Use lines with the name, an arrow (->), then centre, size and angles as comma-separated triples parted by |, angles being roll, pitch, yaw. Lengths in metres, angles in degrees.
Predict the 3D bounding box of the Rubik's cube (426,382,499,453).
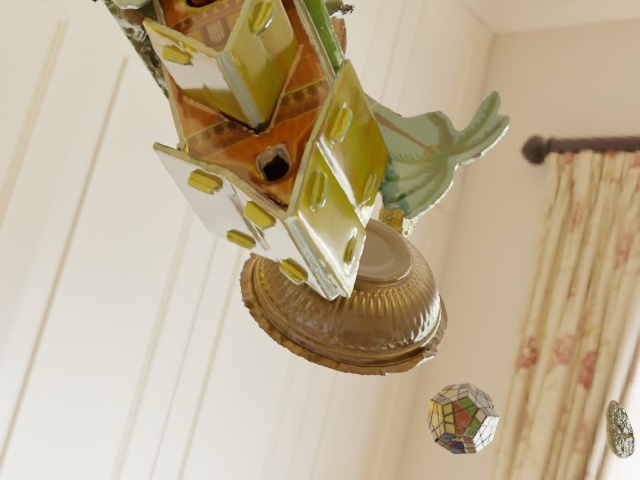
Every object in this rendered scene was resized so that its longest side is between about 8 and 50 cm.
Rubik's cube -> 0.217, 0.273, 1.378 | 0.093, 0.111, 0.111 | 25, -2, 40

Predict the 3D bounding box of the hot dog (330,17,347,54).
hot dog -> -0.032, -0.273, 1.533 | 0.114, 0.258, 0.175 | -24, 35, -37

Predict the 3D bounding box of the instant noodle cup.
instant noodle cup -> 0.040, 0.039, 1.108 | 0.274, 0.274, 0.090 | 15, -53, -3

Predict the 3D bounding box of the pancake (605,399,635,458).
pancake -> 0.516, 0.328, 1.552 | 0.017, 0.108, 0.108 | -16, -28, 38

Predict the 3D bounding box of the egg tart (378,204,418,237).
egg tart -> 0.124, -0.039, 1.391 | 0.039, 0.105, 0.105 | 17, -9, 27

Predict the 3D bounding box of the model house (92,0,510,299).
model house -> 0.000, -0.142, 0.849 | 0.340, 0.323, 0.300 | -22, -35, 4

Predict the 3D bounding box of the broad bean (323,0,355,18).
broad bean -> -0.029, -0.270, 1.283 | 0.061, 0.195, 0.046 | 31, 15, -36
